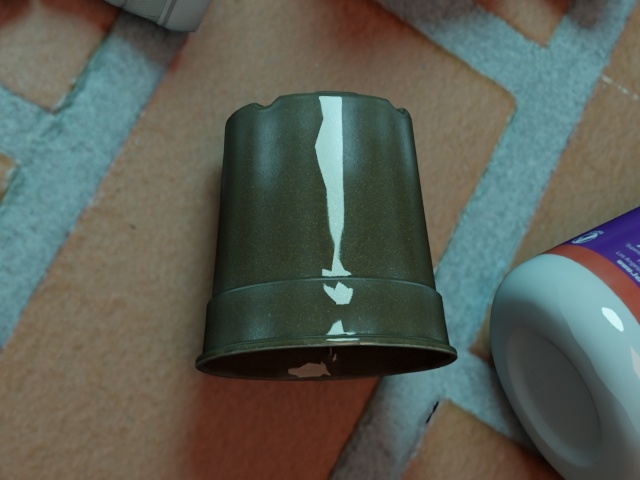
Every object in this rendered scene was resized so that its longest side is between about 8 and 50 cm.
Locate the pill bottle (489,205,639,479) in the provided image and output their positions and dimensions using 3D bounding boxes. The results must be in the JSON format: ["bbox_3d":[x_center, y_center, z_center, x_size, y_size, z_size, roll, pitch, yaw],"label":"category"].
[{"bbox_3d":[0.293,0.043,0.944,0.323,0.181,0.182,-24,93,-20],"label":"pill bottle"}]

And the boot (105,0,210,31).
[{"bbox_3d":[-0.096,-0.239,0.807,0.123,0.258,0.095,18,45,-14],"label":"boot"}]

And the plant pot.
[{"bbox_3d":[0.000,0.000,0.864,0.167,0.167,0.165,2,76,-19],"label":"plant pot"}]
